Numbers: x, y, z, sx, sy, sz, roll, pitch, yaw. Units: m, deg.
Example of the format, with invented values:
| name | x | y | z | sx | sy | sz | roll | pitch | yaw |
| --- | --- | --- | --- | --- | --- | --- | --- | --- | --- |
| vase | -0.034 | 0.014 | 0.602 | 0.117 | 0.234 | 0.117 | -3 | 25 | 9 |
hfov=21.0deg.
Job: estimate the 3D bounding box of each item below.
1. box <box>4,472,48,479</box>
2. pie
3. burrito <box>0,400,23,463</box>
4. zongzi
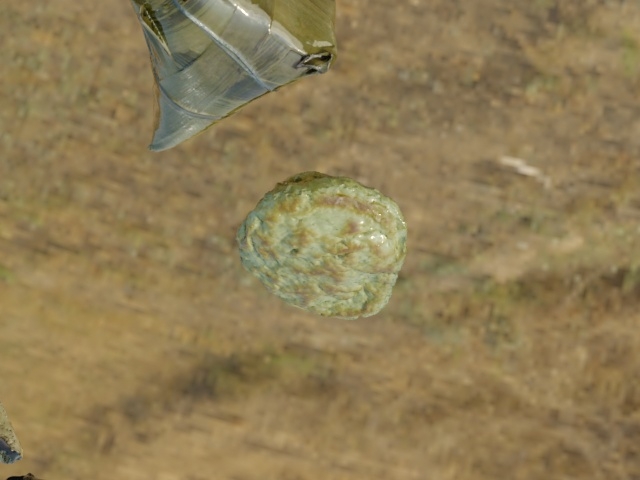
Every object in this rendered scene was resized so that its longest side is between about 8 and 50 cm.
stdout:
| name | x | y | z | sx | sy | sz | roll | pitch | yaw |
| --- | --- | --- | --- | --- | --- | --- | --- | --- | --- |
| box | -0.225 | 0.300 | 1.451 | 0.050 | 0.160 | 0.230 | 3 | 156 | 13 |
| pie | 0.000 | 0.000 | 2.061 | 0.201 | 0.090 | 0.248 | 12 | 144 | -3 |
| burrito | -0.320 | 0.092 | 1.417 | 0.229 | 0.063 | 0.058 | 58 | 153 | -5 |
| zongzi | -0.157 | -0.207 | 1.727 | 0.274 | 0.125 | 0.251 | -29 | 132 | 33 |
